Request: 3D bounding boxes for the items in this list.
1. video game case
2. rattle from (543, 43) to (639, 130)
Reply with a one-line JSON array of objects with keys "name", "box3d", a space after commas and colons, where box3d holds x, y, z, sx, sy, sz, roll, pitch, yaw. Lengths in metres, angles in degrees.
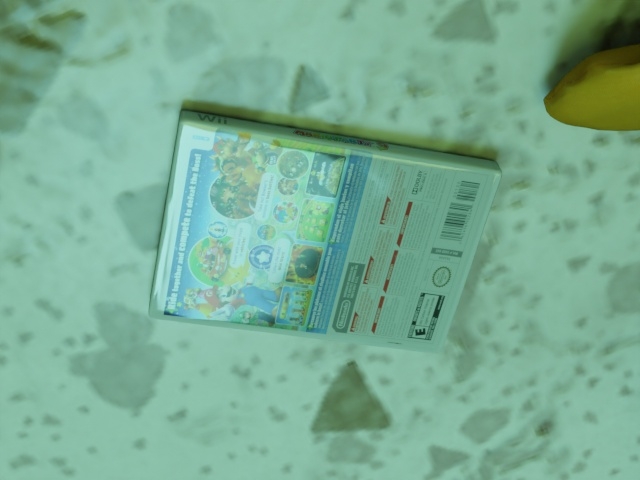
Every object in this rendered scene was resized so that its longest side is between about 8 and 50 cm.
[{"name": "video game case", "box3d": [0.000, 0.000, 0.384, 0.122, 0.011, 0.087, 8, 119, -11]}, {"name": "rattle", "box3d": [0.165, -0.132, 0.316, 0.130, 0.143, 0.199, -13, 109, -36]}]
